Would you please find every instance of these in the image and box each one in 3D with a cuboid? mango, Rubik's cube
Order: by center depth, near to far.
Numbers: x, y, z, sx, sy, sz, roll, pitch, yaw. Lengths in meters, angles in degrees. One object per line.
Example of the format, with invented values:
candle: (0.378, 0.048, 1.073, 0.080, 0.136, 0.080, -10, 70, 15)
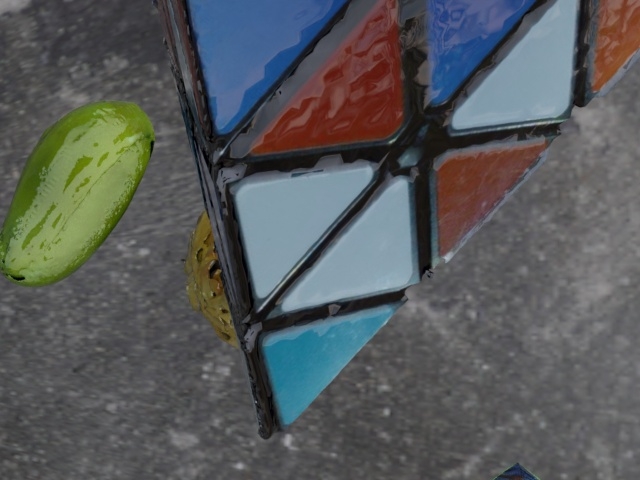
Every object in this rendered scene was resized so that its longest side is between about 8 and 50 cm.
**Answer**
Rubik's cube: (-0.027, -0.101, 0.516, 0.284, 0.234, 0.250, -42, 78, 10)
mango: (-0.186, -0.038, 1.018, 0.165, 0.074, 0.091, -54, 153, -24)

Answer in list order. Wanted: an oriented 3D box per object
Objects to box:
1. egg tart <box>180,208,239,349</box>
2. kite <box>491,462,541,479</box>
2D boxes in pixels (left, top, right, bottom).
egg tart: (0.000, 0.000, 1.323, 0.132, 0.297, 0.297, 49, 62, -42)
kite: (0.126, 0.162, 0.820, 0.122, 0.090, 0.004, 14, 120, -24)
